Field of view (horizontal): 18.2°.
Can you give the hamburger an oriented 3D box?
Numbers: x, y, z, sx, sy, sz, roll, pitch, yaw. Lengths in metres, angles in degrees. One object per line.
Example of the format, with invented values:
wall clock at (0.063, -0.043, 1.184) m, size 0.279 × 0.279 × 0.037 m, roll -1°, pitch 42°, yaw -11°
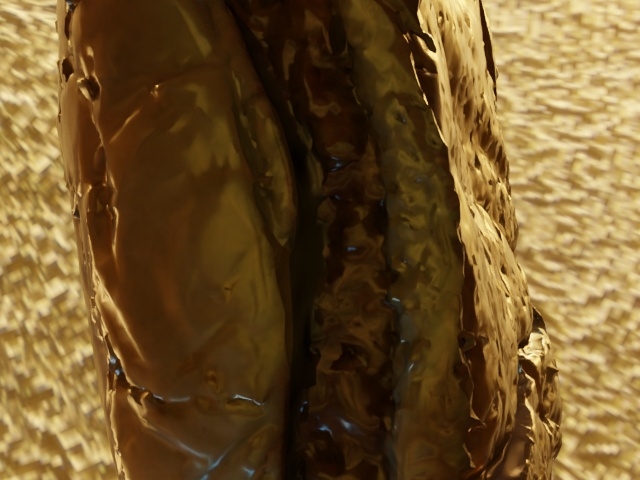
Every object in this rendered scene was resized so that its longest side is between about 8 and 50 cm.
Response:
hamburger at (0.000, -0.001, 0.702) m, size 0.144 × 0.259 × 0.283 m, roll -14°, pitch -95°, yaw 10°
